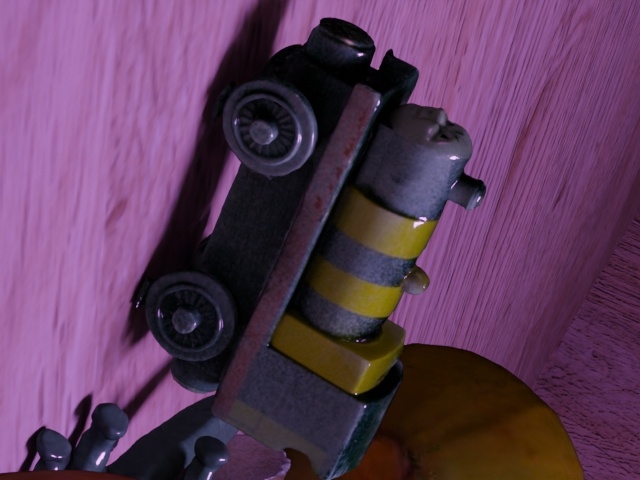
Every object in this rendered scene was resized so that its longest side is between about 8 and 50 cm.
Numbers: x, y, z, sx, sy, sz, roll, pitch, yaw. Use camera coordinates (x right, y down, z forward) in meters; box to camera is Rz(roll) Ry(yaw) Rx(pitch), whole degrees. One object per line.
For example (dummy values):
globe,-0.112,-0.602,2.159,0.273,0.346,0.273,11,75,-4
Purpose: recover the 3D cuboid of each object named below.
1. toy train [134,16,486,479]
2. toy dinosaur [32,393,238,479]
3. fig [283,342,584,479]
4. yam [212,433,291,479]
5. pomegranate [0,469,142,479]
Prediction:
toy train,0.000,0.000,0.896,0.200,0.132,0.083,-66,169,27
toy dinosaur,-0.095,0.125,0.918,0.292,0.079,0.120,-48,167,-41
fig,0.071,0.183,1.361,0.239,0.239,0.271,-60,165,-10
yam,-0.082,0.197,1.128,0.179,0.078,0.078,-67,167,19
pomegranate,-0.088,0.219,0.678,0.252,0.270,0.229,-62,165,22
